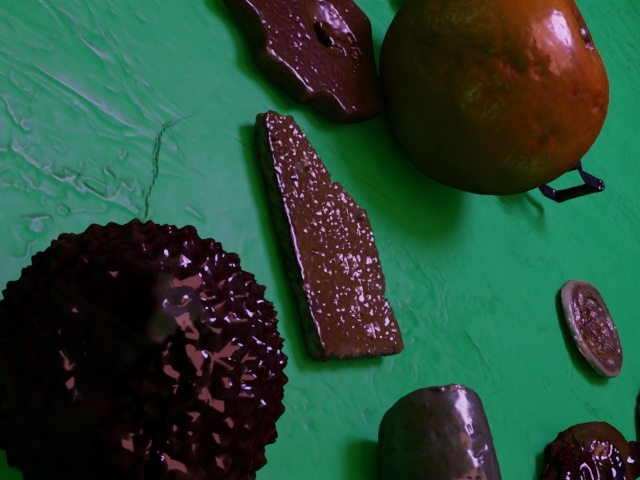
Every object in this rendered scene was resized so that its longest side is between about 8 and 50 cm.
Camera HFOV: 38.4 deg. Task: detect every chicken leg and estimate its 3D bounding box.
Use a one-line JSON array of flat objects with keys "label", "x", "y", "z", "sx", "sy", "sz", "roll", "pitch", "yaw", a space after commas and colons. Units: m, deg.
[{"label": "chicken leg", "x": 0.315, "y": 0.299, "z": 1.039, "sx": 0.177, "sy": 0.083, "sz": 0.322, "roll": 60, "pitch": 36, "yaw": -22}]

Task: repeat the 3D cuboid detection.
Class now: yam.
[{"label": "yam", "x": 0.104, "y": 0.227, "z": 0.774, "sx": 0.107, "sy": 0.107, "sz": 0.194, "roll": 24, "pitch": 51, "yaw": -43}]

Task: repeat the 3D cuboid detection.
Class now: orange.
[{"label": "orange", "x": 0.191, "y": -0.177, "z": 1.024, "sx": 0.261, "sy": 0.261, "sz": 0.261, "roll": 30, "pitch": 48, "yaw": -39}]

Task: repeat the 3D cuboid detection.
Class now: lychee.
[{"label": "lychee", "x": -0.103, "y": 0.075, "z": 0.547, "sx": 0.188, "sy": 0.188, "sz": 0.188, "roll": 30, "pitch": 48, "yaw": -39}]

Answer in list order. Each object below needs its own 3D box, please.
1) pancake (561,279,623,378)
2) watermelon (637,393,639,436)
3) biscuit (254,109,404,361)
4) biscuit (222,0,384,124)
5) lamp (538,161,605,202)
[{"label": "pancake", "x": 0.370, "y": 0.122, "z": 1.252, "sx": 0.152, "sy": 0.025, "sz": 0.151, "roll": 31, "pitch": 47, "yaw": -40}, {"label": "watermelon", "x": 0.544, "y": 0.313, "z": 1.276, "sx": 0.180, "sy": 0.224, "sz": 0.305, "roll": 100, "pitch": -23, "yaw": -70}, {"label": "biscuit", "x": 0.006, "y": -0.004, "z": 0.856, "sx": 0.131, "sy": 0.026, "sz": 0.236, "roll": 5, "pitch": 65, "yaw": -53}, {"label": "biscuit", "x": -0.020, "y": -0.211, "z": 0.941, "sx": 0.215, "sy": 0.034, "sz": 0.182, "roll": 18, "pitch": 55, "yaw": -44}, {"label": "lamp", "x": 0.273, "y": -0.160, "z": 1.219, "sx": 0.172, "sy": 0.147, "sz": 0.227, "roll": -9, "pitch": 84, "yaw": -41}]
